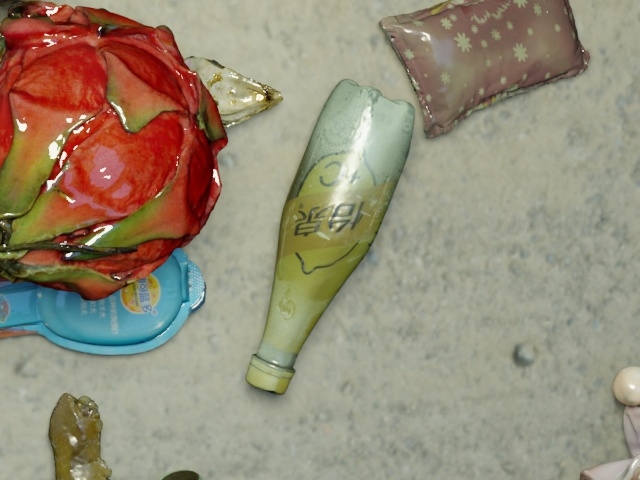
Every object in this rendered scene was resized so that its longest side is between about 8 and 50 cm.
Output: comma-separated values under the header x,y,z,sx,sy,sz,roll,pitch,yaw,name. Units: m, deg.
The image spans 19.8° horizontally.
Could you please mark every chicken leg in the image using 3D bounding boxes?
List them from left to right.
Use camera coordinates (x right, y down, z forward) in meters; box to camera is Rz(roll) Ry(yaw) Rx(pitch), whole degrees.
x,y,z,sx,sy,sz,roll,pitch,yaw,name
-0.192,0.221,1.498,0.085,0.069,0.197,-8,97,-24,chicken leg

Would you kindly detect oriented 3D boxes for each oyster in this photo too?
x,y,z,sx,sy,sz,roll,pitch,yaw,name
-0.079,-0.117,1.497,0.093,0.034,0.051,25,74,-15,oyster

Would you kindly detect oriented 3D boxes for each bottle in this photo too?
x,y,z,sx,sy,sz,roll,pitch,yaw,name
0.000,0.000,1.528,0.083,0.083,0.269,22,93,-26,bottle

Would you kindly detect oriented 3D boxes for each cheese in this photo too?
x,y,z,sx,sy,sz,roll,pitch,yaw,name
-0.212,0.048,1.469,0.256,0.037,0.106,-7,102,-21,cheese

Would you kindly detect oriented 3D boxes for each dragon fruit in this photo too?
x,y,z,sx,sy,sz,roll,pitch,yaw,name
-0.191,-0.043,1.333,0.233,0.234,0.293,55,43,-23,dragon fruit

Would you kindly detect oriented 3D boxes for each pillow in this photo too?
x,y,z,sx,sy,sz,roll,pitch,yaw,name
0.148,-0.168,1.582,0.185,0.043,0.118,-25,107,-18,pillow

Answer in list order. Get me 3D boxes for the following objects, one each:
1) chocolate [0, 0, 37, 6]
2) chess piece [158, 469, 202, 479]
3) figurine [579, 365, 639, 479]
x,y,z,sx,sy,sz,roll,pitch,yaw,name
-0.297,-0.286,1.265,0.340,0.210,0.225,22,89,-27,chocolate
-0.113,0.244,1.554,0.042,0.042,0.093,-18,115,-20,chess piece
0.326,0.208,1.690,0.276,0.133,0.200,-43,118,-10,figurine
